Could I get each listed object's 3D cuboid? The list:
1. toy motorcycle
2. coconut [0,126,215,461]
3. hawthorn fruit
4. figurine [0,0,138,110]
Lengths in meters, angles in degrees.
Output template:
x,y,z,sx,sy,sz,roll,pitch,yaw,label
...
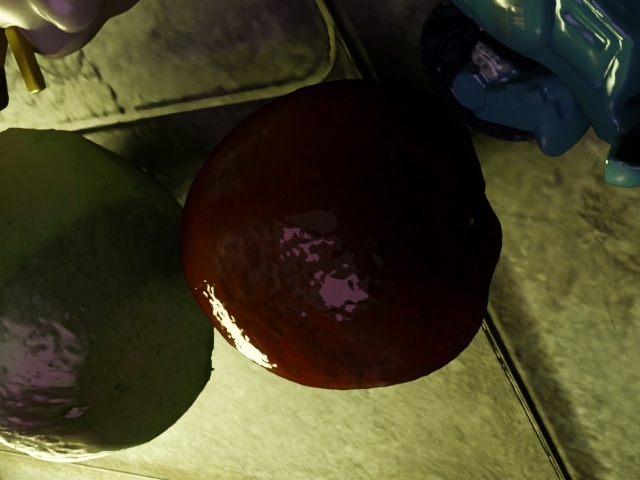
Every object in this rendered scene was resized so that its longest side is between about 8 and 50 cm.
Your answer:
x,y,z,sx,sy,sz,roll,pitch,yaw,label
0.109,-0.124,0.319,0.182,0.123,0.272,24,145,28,toy motorcycle
-0.180,0.036,0.642,0.236,0.204,0.236,38,173,6,coconut
0.000,0.000,0.494,0.188,0.169,0.169,-19,121,33,hawthorn fruit
-0.135,-0.172,0.448,0.137,0.112,0.229,50,143,23,figurine
